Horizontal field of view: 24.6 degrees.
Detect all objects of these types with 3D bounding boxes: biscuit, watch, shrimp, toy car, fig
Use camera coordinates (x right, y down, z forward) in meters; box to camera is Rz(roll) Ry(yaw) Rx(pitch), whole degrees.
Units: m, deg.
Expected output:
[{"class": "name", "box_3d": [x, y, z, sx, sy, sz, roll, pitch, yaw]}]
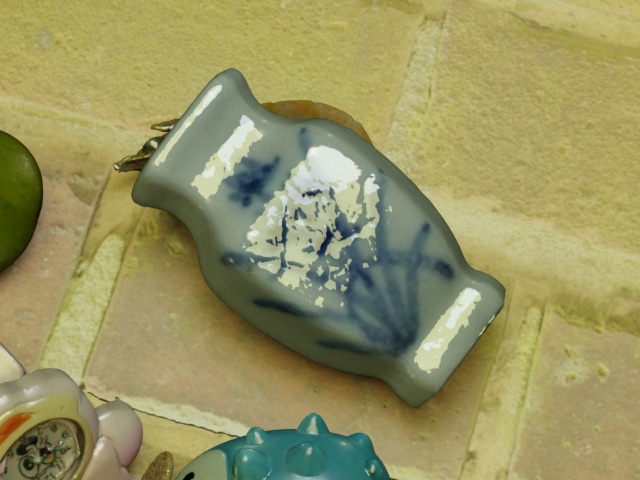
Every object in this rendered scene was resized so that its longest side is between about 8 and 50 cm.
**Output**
[{"class": "biscuit", "box_3d": [-0.186, 0.282, 1.577, 0.015, 0.120, 0.120, 25, 67, -15]}, {"class": "watch", "box_3d": [-0.337, 0.191, 1.583, 0.211, 0.248, 0.217, -42, 48, -16]}, {"class": "shrimp", "box_3d": [-0.087, -0.084, 1.756, 0.317, 0.077, 0.168, -7, 70, -8]}, {"class": "toy car", "box_3d": [-0.039, 0.278, 1.519, 0.255, 0.190, 0.188, -4, 41, -1]}, {"class": "fig", "box_3d": [-0.420, -0.051, 1.681, 0.181, 0.191, 0.181, -10, 72, 31]}]

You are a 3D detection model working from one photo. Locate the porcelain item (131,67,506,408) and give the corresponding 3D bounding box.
[{"class": "porcelain item", "box_3d": [0.000, 0.000, 1.639, 0.405, 0.178, 0.243, 37, 83, 1]}]
